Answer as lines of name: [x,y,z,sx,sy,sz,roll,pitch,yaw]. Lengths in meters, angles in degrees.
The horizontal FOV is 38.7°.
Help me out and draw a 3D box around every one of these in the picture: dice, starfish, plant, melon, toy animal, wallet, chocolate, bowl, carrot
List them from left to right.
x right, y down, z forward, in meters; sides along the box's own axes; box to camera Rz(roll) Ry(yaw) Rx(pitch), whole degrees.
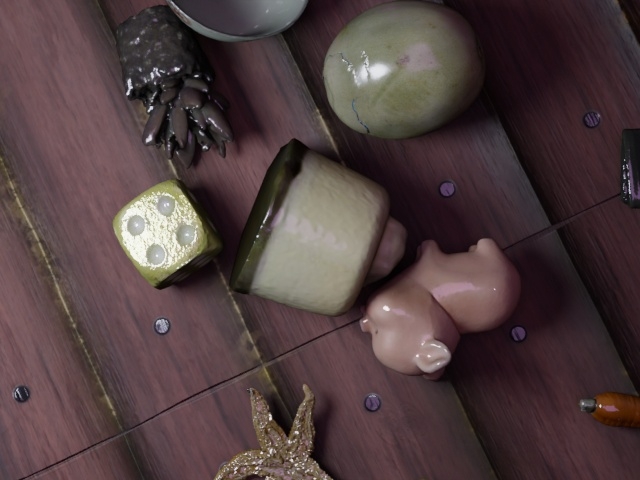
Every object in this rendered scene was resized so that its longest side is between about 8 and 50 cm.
dice: [-0.307,-0.012,1.855,0.166,0.169,0.169,-34,84,2]
plant: [-0.300,-0.309,1.881,0.181,0.194,0.321,-22,80,14]
bowl: [-0.199,-0.526,1.866,0.337,0.157,0.337,7,69,-20]
starfish: [-0.090,0.437,1.865,0.299,0.060,0.303,4,92,10]
chocolate: [0.000,0.000,1.788,0.297,0.326,0.314,24,85,-12]
melon: [0.157,-0.336,1.802,0.330,0.268,0.269,-11,85,24]
toy animal: [0.238,0.134,1.801,0.326,0.237,0.269,-6,75,1]
carrot: [0.680,0.354,1.826,0.335,0.069,0.069,10,87,-2]
wallet: [0.736,-0.148,1.860,0.245,0.052,0.169,-1,86,-1]

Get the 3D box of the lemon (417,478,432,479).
lemon: [0.198,0.525,1.830,0.110,0.082,0.082,-18,85,-5]
